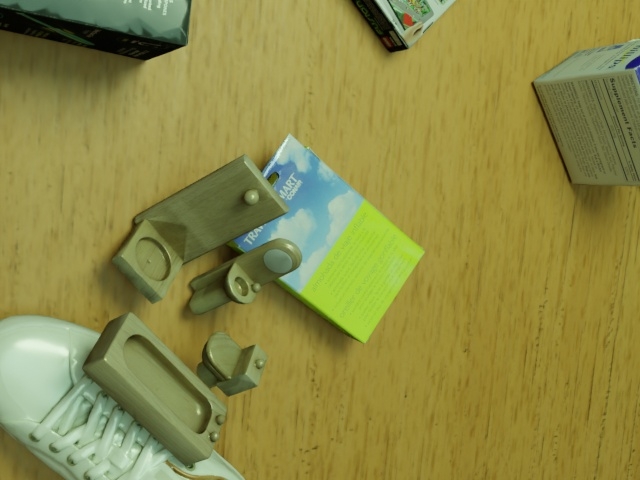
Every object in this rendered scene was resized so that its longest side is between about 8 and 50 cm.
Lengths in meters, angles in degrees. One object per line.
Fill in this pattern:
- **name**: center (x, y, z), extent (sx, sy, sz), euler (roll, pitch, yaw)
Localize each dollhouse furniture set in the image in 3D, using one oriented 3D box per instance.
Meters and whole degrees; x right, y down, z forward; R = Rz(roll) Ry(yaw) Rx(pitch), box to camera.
- **dollhouse furniture set**: center (-0.078, 0.052, 0.589), extent (0.144, 0.123, 0.151), euler (51, 32, -23)

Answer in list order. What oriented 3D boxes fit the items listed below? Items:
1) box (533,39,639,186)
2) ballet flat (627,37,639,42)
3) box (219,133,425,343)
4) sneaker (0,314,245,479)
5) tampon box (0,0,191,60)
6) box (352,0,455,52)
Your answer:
- **box**: center (0.302, -0.126, 0.785), extent (0.072, 0.137, 0.126), euler (-34, 110, -20)
- **ballet flat**: center (0.391, -0.121, 0.865), extent (0.077, 0.091, 0.241), euler (-48, 119, -38)
- **box**: center (0.000, 0.000, 0.704), extent (0.178, 0.042, 0.109), euler (39, 78, -24)
- **sneaker**: center (-0.141, 0.164, 0.611), extent (0.290, 0.123, 0.106), euler (43, 79, -22)
- **tampon box**: center (-0.179, -0.196, 0.549), extent (0.161, 0.120, 0.102), euler (6, 95, -27)
- **box**: center (0.048, -0.285, 0.697), extent (0.114, 0.036, 0.207), euler (-47, 113, -14)
